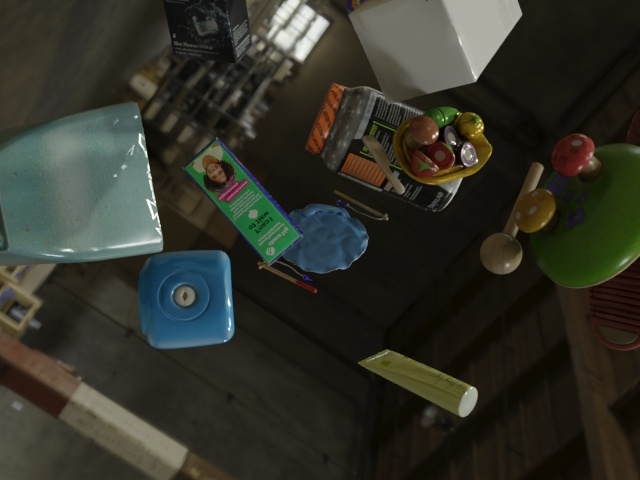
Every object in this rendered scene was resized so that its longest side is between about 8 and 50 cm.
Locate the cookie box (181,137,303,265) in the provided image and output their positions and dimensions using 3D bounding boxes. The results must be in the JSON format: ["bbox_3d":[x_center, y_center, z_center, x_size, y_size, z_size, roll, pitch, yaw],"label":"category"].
[{"bbox_3d":[-0.063,-0.032,0.756,0.040,0.107,0.092,-42,-179,0],"label":"cookie box"}]

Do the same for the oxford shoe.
[{"bbox_3d":[0.463,-0.013,1.223,0.123,0.130,0.348,16,-95,35],"label":"oxford shoe"}]

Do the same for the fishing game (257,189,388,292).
[{"bbox_3d":[0.000,0.000,1.778,0.264,0.189,0.041,-49,153,-35],"label":"fishing game"}]

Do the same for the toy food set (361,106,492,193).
[{"bbox_3d":[0.195,-0.163,1.468,0.218,0.128,0.071,-20,166,-25],"label":"toy food set"}]

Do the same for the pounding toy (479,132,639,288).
[{"bbox_3d":[0.272,-0.050,1.038,0.237,0.110,0.183,-3,-120,60],"label":"pounding toy"}]

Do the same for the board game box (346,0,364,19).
[{"bbox_3d":[0.207,-0.608,1.843,0.347,0.078,0.233,-35,154,-13],"label":"board game box"}]

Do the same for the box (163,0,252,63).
[{"bbox_3d":[-0.244,-0.478,1.922,0.093,0.156,0.158,-59,152,-45],"label":"box"}]

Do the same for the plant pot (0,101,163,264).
[{"bbox_3d":[-0.441,-0.071,1.406,0.248,0.247,0.252,-4,-171,38],"label":"plant pot"}]

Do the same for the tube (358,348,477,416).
[{"bbox_3d":[0.190,0.267,1.729,0.240,0.070,0.062,21,-105,41],"label":"tube"}]

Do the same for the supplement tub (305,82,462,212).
[{"bbox_3d":[0.140,-0.198,1.857,0.193,0.316,0.193,-157,-90,-84],"label":"supplement tub"}]

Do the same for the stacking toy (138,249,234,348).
[{"bbox_3d":[-0.242,0.136,1.695,0.302,0.166,0.175,96,-11,-75],"label":"stacking toy"}]

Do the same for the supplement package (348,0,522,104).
[{"bbox_3d":[0.208,-0.393,1.554,0.175,0.177,0.293,-10,-152,35],"label":"supplement package"}]
